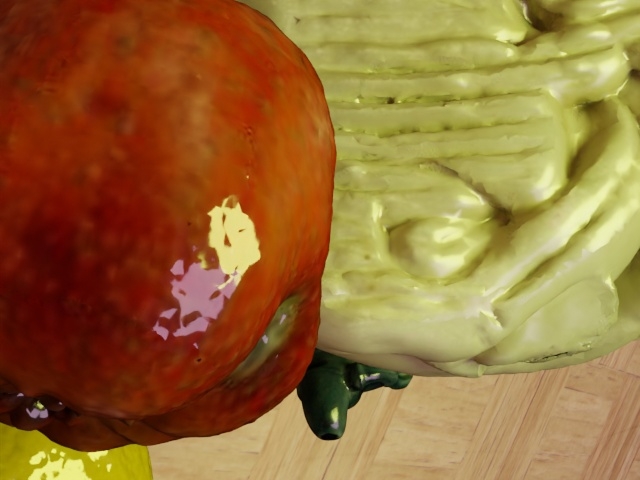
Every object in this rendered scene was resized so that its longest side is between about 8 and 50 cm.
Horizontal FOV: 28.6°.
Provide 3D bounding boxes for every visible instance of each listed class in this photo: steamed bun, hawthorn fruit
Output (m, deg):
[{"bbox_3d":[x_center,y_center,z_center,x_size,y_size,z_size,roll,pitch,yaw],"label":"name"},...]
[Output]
[{"bbox_3d":[0.101,-0.089,0.723,0.394,0.346,0.237,-57,169,-13],"label":"steamed bun"},{"bbox_3d":[-0.082,-0.039,0.520,0.207,0.207,0.243,46,47,-55],"label":"hawthorn fruit"}]

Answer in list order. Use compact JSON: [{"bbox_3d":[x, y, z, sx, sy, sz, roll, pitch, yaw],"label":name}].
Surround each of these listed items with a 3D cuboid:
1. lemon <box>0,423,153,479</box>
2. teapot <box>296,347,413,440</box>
[{"bbox_3d":[-0.184,0.147,0.669,0.203,0.178,0.178,-61,147,-10],"label":"lemon"},{"bbox_3d":[0.000,0.000,0.844,0.182,0.173,0.269,24,58,-63],"label":"teapot"}]
